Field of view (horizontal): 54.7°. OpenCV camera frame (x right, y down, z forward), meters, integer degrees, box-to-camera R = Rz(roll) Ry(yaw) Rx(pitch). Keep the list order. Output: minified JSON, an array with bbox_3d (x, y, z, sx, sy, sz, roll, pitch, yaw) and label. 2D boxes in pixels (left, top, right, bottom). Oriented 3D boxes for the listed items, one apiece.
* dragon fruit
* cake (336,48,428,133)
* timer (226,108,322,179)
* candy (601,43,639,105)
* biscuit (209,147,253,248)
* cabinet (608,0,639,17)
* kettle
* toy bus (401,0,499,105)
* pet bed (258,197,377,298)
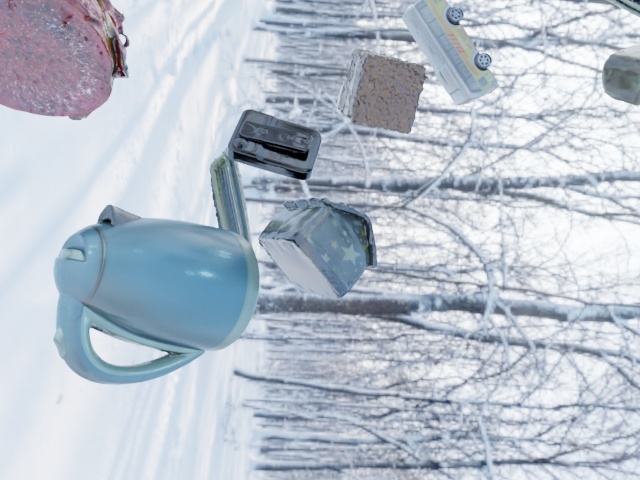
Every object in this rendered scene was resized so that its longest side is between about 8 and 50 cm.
[{"bbox_3d":[-0.583,-0.445,1.271,0.371,0.387,0.248,43,41,-40],"label":"dragon fruit"},{"bbox_3d":[0.114,-0.288,1.183,0.147,0.135,0.135,-109,-149,-69],"label":"cake"},{"bbox_3d":[-0.095,-0.212,1.333,0.055,0.188,0.144,107,-2,-50],"label":"timer"},{"bbox_3d":[0.712,-0.368,1.344,0.104,0.234,0.102,33,-42,42],"label":"candy"},{"bbox_3d":[-0.209,-0.065,1.490,0.099,0.038,0.322,-50,146,-43],"label":"biscuit"},{"bbox_3d":[0.547,-0.498,0.815,0.227,0.290,0.318,60,-2,44],"label":"cabinet"},{"bbox_3d":[-0.323,0.108,1.139,0.247,0.342,0.319,3,-98,43],"label":"kettle"},{"bbox_3d":[0.299,-0.439,1.424,0.268,0.106,0.092,56,-14,-5],"label":"toy bus"},{"bbox_3d":[0.000,0.000,1.266,0.159,0.183,0.211,-46,-159,-20],"label":"pet bed"}]
